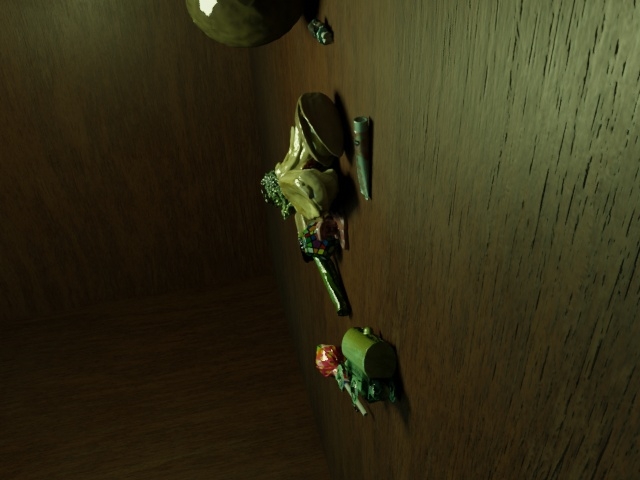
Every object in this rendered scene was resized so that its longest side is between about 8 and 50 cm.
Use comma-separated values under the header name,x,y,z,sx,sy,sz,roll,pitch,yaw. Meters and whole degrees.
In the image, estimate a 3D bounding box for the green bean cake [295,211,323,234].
name,x,y,z,sx,sy,sz,roll,pitch,yaw
green bean cake,-0.040,-0.070,2.063,0.179,0.085,0.109,121,136,-75

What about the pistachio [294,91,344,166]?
name,x,y,z,sx,sy,sz,roll,pitch,yaw
pistachio,-0.003,-0.309,1.514,0.126,0.152,0.223,-32,68,32

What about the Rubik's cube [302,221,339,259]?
name,x,y,z,sx,sy,sz,roll,pitch,yaw
Rubik's cube,0.000,0.000,1.829,0.133,0.111,0.133,169,90,-82

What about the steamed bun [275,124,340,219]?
name,x,y,z,sx,sy,sz,roll,pitch,yaw
steamed bun,-0.038,-0.206,1.696,0.247,0.189,0.428,37,174,1

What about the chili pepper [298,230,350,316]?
name,x,y,z,sx,sy,sz,roll,pitch,yaw
chili pepper,0.015,0.101,1.893,0.359,0.076,0.085,64,-173,31

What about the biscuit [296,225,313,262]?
name,x,y,z,sx,sy,sz,roll,pitch,yaw
biscuit,-0.060,-0.003,2.235,0.194,0.053,0.195,-11,-90,-88

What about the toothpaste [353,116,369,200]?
name,x,y,z,sx,sy,sz,roll,pitch,yaw
toothpaste,0.101,-0.195,1.319,0.056,0.036,0.205,-116,15,-52

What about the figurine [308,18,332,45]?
name,x,y,z,sx,sy,sz,roll,pitch,yaw
figurine,0.003,-0.564,1.503,0.060,0.047,0.106,40,-167,-43

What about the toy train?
name,x,y,z,sx,sy,sz,roll,pitch,yaw
toy train,0.111,0.332,1.473,0.307,0.126,0.190,178,83,-80

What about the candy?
name,x,y,z,sx,sy,sz,roll,pitch,yaw
candy,0.080,0.476,1.873,0.365,0.124,0.124,-135,36,-61

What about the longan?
name,x,y,z,sx,sy,sz,roll,pitch,yaw
longan,-0.221,-0.765,1.613,0.391,0.390,0.392,171,90,-80

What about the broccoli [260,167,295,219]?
name,x,y,z,sx,sy,sz,roll,pitch,yaw
broccoli,-0.128,-0.183,2.320,0.275,0.177,0.199,58,-168,-60

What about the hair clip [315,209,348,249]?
name,x,y,z,sx,sy,sz,roll,pitch,yaw
hair clip,0.055,-0.042,1.727,0.138,0.102,0.123,-43,-48,-62
